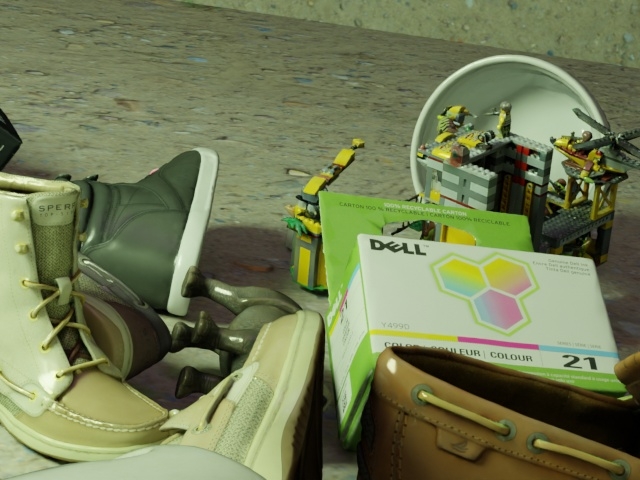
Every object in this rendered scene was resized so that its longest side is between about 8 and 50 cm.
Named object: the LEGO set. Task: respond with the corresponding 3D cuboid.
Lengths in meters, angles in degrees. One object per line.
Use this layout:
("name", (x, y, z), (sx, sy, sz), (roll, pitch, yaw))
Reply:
("LEGO set", (0.135, -0.060, 1.631), (0.331, 0.192, 0.255), (-18, 34, -38))

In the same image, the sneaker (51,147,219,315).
("sneaker", (-0.172, -0.029, 1.596), (0.146, 0.105, 0.296), (13, 19, -5))

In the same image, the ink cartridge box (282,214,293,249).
("ink cartridge box", (0.000, 0.000, 1.742), (0.048, 0.028, 0.083), (0, 18, -32))

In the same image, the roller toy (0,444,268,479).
("roller toy", (-0.078, 0.184, 0.728), (0.209, 0.191, 0.146), (21, 18, 37))

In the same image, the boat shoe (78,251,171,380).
("boat shoe", (-0.232, 0.036, 1.357), (0.285, 0.103, 0.092), (24, 16, 33))

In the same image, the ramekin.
("ramekin", (0.205, -0.084, 1.852), (0.207, 0.207, 0.109), (15, 7, 19))

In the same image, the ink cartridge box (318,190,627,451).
("ink cartridge box", (0.103, 0.035, 1.347), (0.188, 0.097, 0.255), (6, 46, -13))

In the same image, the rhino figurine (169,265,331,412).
("rhino figurine", (-0.046, 0.094, 1.295), (0.106, 0.073, 0.243), (16, 17, -13))

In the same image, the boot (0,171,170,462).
("boot", (-0.174, 0.048, 1.206), (0.213, 0.165, 0.077), (20, 19, 39))

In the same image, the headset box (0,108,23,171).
("headset box", (-0.430, -0.148, 1.593), (0.283, 0.131, 0.246), (38, 1, -26))

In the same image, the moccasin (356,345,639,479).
("moccasin", (0.215, 0.130, 1.178), (0.380, 0.147, 0.139), (9, 15, -2))

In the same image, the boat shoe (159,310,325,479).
("boat shoe", (-0.054, 0.129, 1.079), (0.098, 0.109, 0.302), (3, 27, 7))
